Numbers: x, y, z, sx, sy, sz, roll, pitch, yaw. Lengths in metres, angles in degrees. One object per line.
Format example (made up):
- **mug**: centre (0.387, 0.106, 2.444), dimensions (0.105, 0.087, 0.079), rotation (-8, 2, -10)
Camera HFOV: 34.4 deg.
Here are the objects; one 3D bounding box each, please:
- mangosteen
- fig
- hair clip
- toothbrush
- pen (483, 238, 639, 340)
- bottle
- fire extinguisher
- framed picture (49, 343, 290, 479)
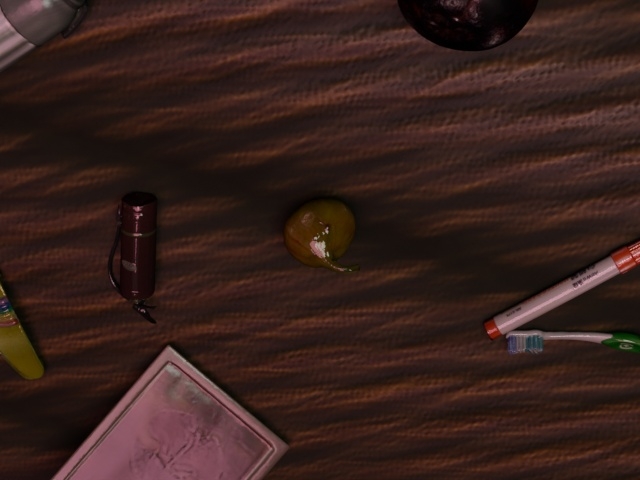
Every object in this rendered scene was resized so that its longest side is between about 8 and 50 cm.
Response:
- **mangosteen**: centre (0.152, -0.271, 1.060), dimensions (0.152, 0.152, 0.153), rotation (2, 112, 5)
- **fig**: centre (0.000, 0.000, 1.199), dimensions (0.084, 0.098, 0.082), rotation (3, 137, -17)
- **hair clip**: centre (-0.410, 0.101, 1.316), dimensions (0.060, 0.033, 0.188), rotation (-20, 108, 14)
- **toothbrush**: centre (0.377, 0.122, 1.247), dimensions (0.303, 0.030, 0.030), rotation (-1, 112, 4)
- **pen**: centre (0.301, 0.054, 1.226), dimensions (0.239, 0.028, 0.028), rotation (-31, 106, 17)
- **bottle**: centre (-0.376, -0.221, 1.163), dimensions (0.253, 0.080, 0.096), rotation (-29, 144, 16)
- **fire extinguisher**: centre (-0.228, 0.020, 1.262), dimensions (0.078, 0.045, 0.157), rotation (18, 116, 29)
- **framed picture**: centre (-0.212, 0.308, 1.327), dimensions (0.211, 0.020, 0.289), rotation (42, 87, -10)
